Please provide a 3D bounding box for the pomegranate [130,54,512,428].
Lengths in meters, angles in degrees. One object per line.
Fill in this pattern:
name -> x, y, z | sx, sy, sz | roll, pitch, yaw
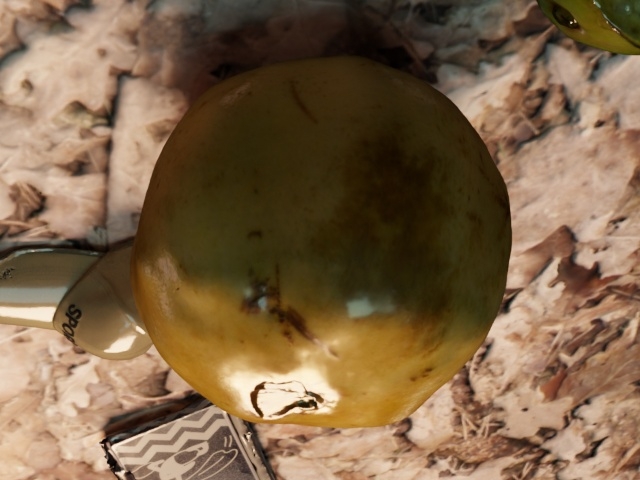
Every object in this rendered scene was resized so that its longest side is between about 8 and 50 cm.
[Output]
pomegranate -> 0.000, 0.000, 1.203 | 0.333, 0.332, 0.332 | -9, 136, -8

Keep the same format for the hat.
hat -> -0.244, 0.077, 1.358 | 0.175, 0.085, 0.147 | 0, 135, -18

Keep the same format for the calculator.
calculator -> -0.143, 0.281, 1.642 | 0.166, 0.028, 0.274 | -19, 139, -1

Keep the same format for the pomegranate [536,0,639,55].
pomegranate -> 0.241, -0.271, 1.110 | 0.190, 0.159, 0.240 | -6, 109, -22
